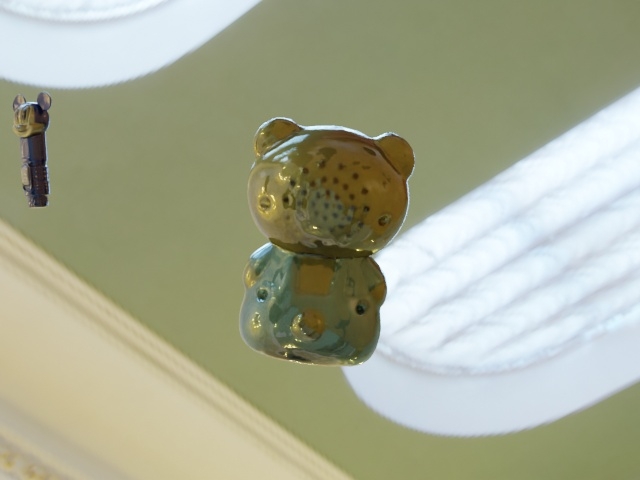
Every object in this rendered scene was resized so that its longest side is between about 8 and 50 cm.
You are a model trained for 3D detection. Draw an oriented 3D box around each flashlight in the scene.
[{"bbox_3d":[-0.304,-0.094,1.234,0.035,0.057,0.121,-7,-85,-58],"label":"flashlight"}]

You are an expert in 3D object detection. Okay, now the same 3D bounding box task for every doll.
[{"bbox_3d":[0.000,0.000,1.294,0.161,0.177,0.261,-70,-10,-77],"label":"doll"}]
